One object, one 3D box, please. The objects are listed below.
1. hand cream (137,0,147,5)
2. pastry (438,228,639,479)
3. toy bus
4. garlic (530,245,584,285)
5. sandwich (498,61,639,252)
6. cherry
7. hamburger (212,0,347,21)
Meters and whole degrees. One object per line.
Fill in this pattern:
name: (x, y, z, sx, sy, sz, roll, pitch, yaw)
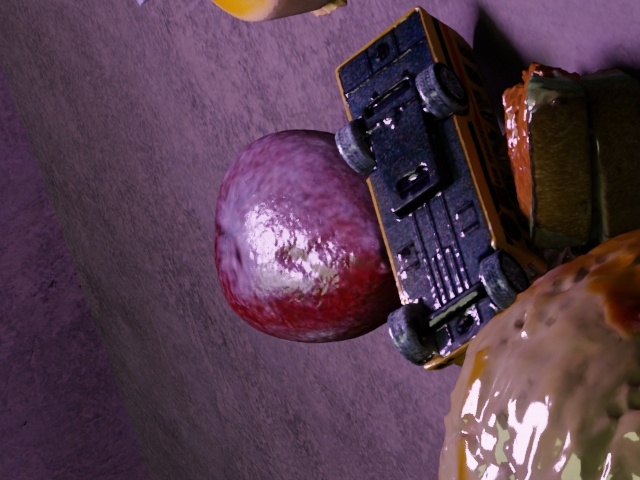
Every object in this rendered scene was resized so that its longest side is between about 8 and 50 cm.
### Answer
hand cream: (-0.135, -0.311, 2.090, 0.065, 0.170, 0.043, 58, 164, 19)
pastry: (0.282, 0.151, 1.326, 0.388, 0.313, 0.388, 34, 179, 1)
toy bus: (0.109, -0.040, 1.689, 0.123, 0.121, 0.335, 26, -141, -45)
garlic: (0.197, 0.023, 1.736, 0.131, 0.127, 0.194, 63, 145, 14)
sandwich: (0.208, -0.090, 1.580, 0.160, 0.109, 0.185, -101, 2, -47)
cherry: (0.000, 0.000, 2.075, 0.300, 0.203, 0.230, 18, 96, 52)
hamburger: (-0.048, -0.349, 1.790, 0.300, 0.176, 0.300, 50, 157, 30)
